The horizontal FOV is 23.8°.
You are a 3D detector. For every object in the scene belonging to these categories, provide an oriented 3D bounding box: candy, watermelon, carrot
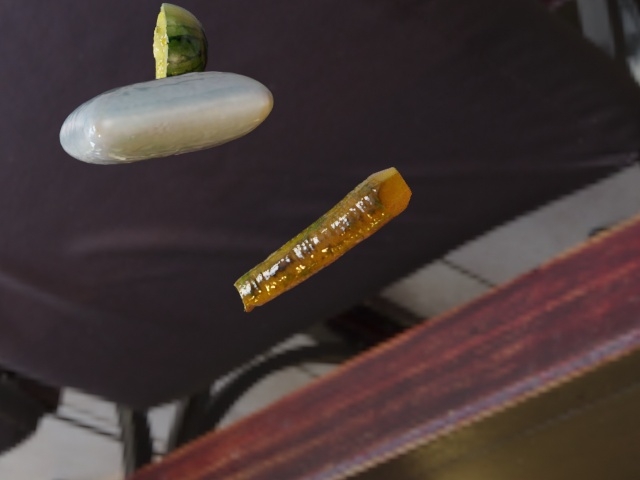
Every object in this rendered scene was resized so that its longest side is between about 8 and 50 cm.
[{"bbox_3d":[-0.141,-0.111,1.374,0.174,0.071,0.138,-12,-176,-20],"label":"candy"},{"bbox_3d":[-0.157,-0.213,1.707,0.062,0.105,0.105,1,148,-9],"label":"watermelon"},{"bbox_3d":[0.000,0.000,1.260,0.170,0.042,0.042,-35,139,3],"label":"carrot"}]
